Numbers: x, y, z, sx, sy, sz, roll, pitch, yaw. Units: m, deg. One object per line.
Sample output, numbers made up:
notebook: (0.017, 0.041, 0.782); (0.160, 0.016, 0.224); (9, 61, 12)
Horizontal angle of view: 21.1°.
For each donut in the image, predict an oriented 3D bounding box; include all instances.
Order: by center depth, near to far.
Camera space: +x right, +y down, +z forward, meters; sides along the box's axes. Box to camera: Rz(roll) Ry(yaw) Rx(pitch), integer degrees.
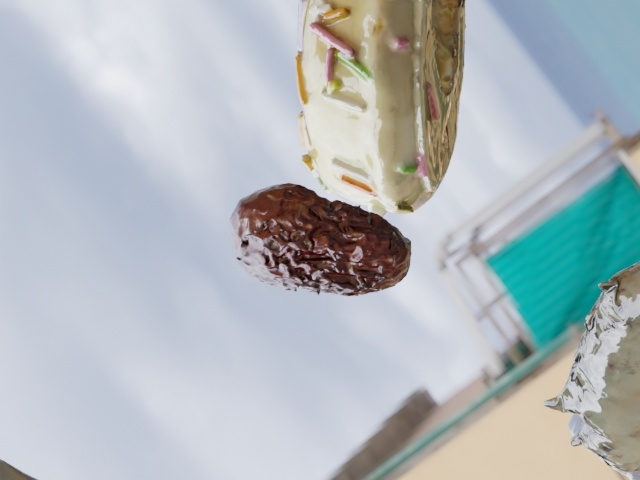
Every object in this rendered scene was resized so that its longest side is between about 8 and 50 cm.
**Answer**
donut: (0.070, -0.181, 1.892); (0.371, 0.150, 0.307); (-17, -71, -77)

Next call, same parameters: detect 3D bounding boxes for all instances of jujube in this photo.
jujube: (-0.001, 0.001, 1.541); (0.104, 0.166, 0.104); (7, -90, -83)

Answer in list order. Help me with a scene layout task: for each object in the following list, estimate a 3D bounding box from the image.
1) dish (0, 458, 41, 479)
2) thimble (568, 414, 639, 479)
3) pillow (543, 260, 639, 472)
dish: (-0.220, 0.237, 1.191); (0.077, 0.151, 0.212); (54, -174, 25)
thimble: (0.355, 0.200, 1.909); (0.127, 0.118, 0.151); (32, -176, -14)
pillow: (0.205, 0.074, 1.119); (0.241, 0.093, 0.051); (104, 164, -46)
